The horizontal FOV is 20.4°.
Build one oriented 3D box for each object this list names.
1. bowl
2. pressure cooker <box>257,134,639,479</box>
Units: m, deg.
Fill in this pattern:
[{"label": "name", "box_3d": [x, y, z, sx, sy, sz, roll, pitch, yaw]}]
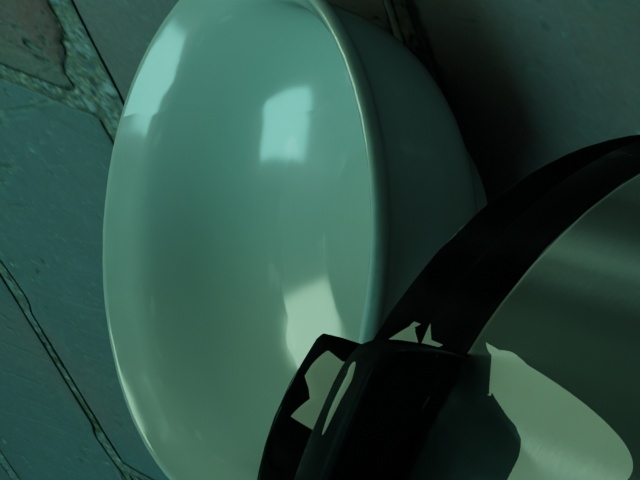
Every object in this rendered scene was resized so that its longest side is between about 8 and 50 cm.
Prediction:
[{"label": "bowl", "box_3d": [0.000, 0.000, 0.994, 0.134, 0.297, 0.298, 3, 175, -33]}, {"label": "pressure cooker", "box_3d": [0.200, 0.146, 0.653, 0.420, 0.375, 0.369, 19, 134, 50]}]
